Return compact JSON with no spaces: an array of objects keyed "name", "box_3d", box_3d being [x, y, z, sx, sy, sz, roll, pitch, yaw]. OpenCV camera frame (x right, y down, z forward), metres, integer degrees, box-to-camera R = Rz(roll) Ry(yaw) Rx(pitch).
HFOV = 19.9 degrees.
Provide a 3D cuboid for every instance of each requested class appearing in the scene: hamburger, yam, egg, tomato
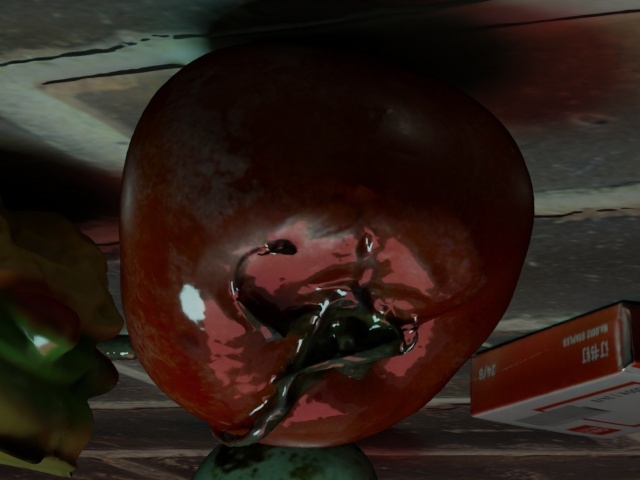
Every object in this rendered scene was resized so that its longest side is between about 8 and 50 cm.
[{"name":"hamburger","box_3d":[-0.215,0.040,1.010,0.237,0.148,0.237,13,168,3]},{"name":"yam","box_3d":[-0.191,0.083,1.393,0.116,0.021,0.021,-1,164,18]},{"name":"egg","box_3d":[-0.034,0.251,1.690,0.169,0.169,0.231,15,151,-31]},{"name":"tomato","box_3d":[0.000,0.000,0.771,0.187,0.151,0.187,-4,123,-6]}]

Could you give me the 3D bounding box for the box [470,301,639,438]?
[{"name":"box","box_3d":[0.205,0.093,1.250,0.123,0.050,0.229,11,164,-21]}]
